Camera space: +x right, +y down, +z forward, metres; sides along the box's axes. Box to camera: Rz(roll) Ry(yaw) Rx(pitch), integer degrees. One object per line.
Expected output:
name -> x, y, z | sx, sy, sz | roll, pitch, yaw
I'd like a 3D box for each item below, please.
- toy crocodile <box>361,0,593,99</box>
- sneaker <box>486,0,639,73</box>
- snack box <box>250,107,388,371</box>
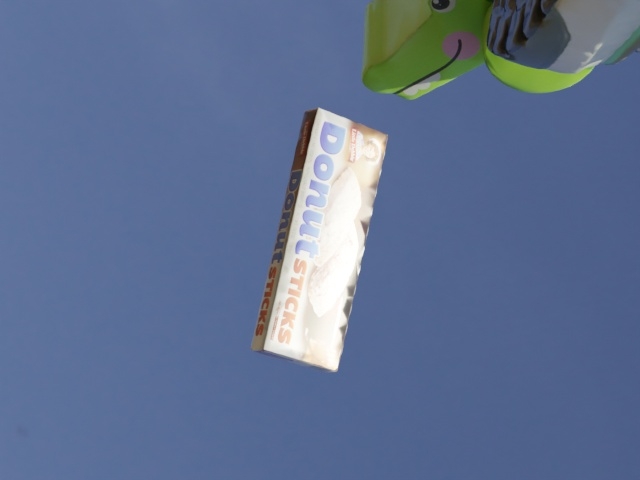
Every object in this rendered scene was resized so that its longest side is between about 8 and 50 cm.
toy crocodile -> 0.156, -0.171, 0.953 | 0.340, 0.105, 0.115 | -22, -138, 32
sneaker -> 0.201, -0.139, 0.686 | 0.410, 0.182, 0.158 | -167, -94, -80
snack box -> 0.000, 0.000, 1.286 | 0.022, 0.064, 0.178 | -6, -112, 59
